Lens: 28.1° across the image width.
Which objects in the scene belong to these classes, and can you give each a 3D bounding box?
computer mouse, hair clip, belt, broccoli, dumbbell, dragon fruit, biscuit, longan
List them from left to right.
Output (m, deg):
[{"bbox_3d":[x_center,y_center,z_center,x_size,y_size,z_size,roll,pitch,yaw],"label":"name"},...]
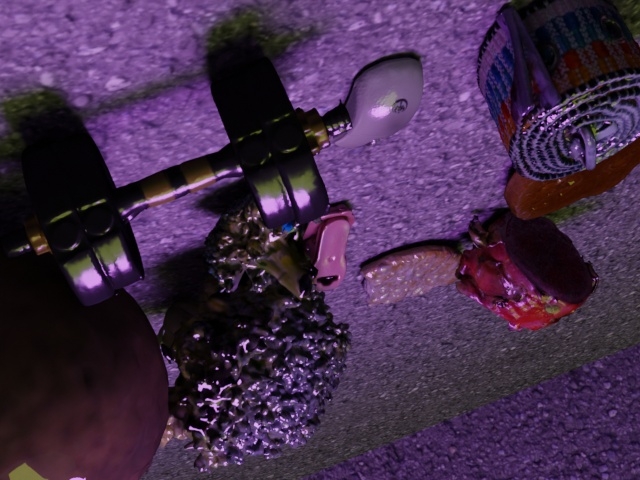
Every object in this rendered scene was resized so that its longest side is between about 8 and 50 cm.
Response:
[{"bbox_3d":[-0.370,0.188,1.469,0.391,0.391,0.391,-19,161,-7],"label":"longan"},{"bbox_3d":[-0.150,-0.062,1.349,0.388,0.185,0.185,-22,161,-3],"label":"dumbbell"},{"bbox_3d":[-0.116,0.156,1.885,0.281,0.293,0.348,19,-161,32],"label":"broccoli"},{"bbox_3d":[-0.062,0.004,1.661,0.167,0.160,0.154,-27,154,-52],"label":"broccoli"},{"bbox_3d":[-0.006,-0.007,1.888,0.123,0.102,0.138,-13,127,-28],"label":"hair clip"},{"bbox_3d":[0.069,-0.151,1.543,0.089,0.056,0.182,-8,158,-22],"label":"computer mouse"},{"bbox_3d":[0.151,0.059,2.214,0.188,0.040,0.265,-33,157,28],"label":"biscuit"},{"bbox_3d":[0.330,0.052,2.172,0.282,0.211,0.147,21,134,-25],"label":"dragon fruit"},{"bbox_3d":[0.310,-0.177,1.568,0.206,0.160,0.295,-22,161,1],"label":"belt"},{"bbox_3d":[0.404,-0.121,1.988,0.257,0.049,0.273,-20,162,-15],"label":"biscuit"}]
